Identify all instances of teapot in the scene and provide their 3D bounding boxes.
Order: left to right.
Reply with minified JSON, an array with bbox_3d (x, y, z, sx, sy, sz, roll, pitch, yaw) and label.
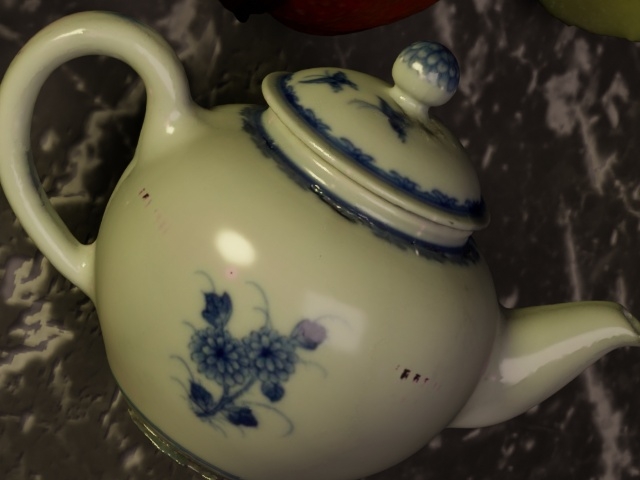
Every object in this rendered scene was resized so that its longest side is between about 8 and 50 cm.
[{"bbox_3d":[0.000,0.000,1.085,0.424,0.252,0.280,29,107,-9],"label":"teapot"}]

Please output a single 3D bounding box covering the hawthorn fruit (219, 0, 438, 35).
[{"bbox_3d":[0.035,-0.227,1.076,0.251,0.189,0.189,-25,114,-6],"label":"hawthorn fruit"}]

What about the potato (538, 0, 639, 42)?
[{"bbox_3d":[0.186,-0.262,1.171,0.272,0.160,0.111,54,39,-28],"label":"potato"}]
